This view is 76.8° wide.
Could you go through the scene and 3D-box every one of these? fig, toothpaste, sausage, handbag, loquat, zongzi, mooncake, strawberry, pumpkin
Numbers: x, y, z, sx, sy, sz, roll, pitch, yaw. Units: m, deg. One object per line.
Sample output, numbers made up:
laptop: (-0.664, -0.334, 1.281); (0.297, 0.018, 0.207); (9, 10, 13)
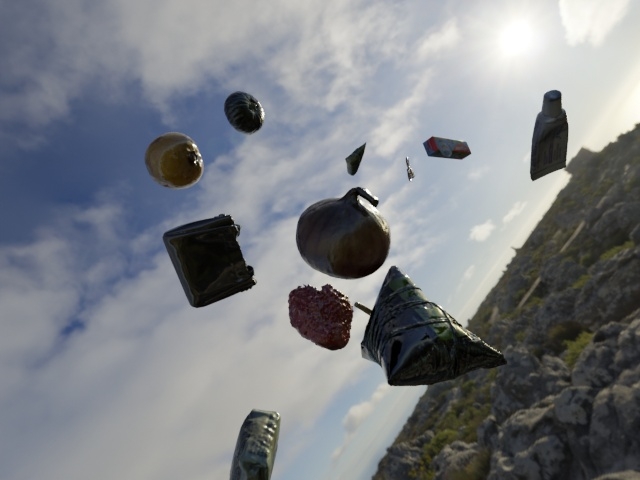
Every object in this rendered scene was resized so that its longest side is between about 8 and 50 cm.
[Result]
fig: (0.059, -0.014, 0.984); (0.235, 0.235, 0.214); (-22, -78, -54)
toothpaste: (0.404, -0.279, 1.266); (0.194, 0.070, 0.044); (-6, -18, -41)
sausage: (0.177, 0.260, 1.470); (0.024, 0.132, 0.024); (-45, 24, 27)
handbag: (-0.367, 0.066, 1.368); (0.257, 0.285, 0.113); (-17, 12, 2)
toothpaste: (0.646, -0.290, 1.138); (0.282, 0.099, 0.068); (62, -142, -43)
loquat: (-0.533, -0.290, 1.477); (0.208, 0.208, 0.208); (-44, -24, -25)
zongzi: (0.211, 0.266, 1.040); (0.362, 0.384, 0.318); (0, -75, -40)
mooncake: (-0.217, 0.711, 1.307); (0.254, 0.136, 0.250); (-75, -2, -69)
strawberry: (0.000, 0.296, 1.555); (0.261, 0.261, 0.257); (62, -151, -66)
zongzi: (0.147, -0.322, 1.599); (0.113, 0.052, 0.104); (-50, -18, -15)
pumpkin: (-0.346, -0.587, 1.854); (0.140, 0.201, 0.202); (-17, 3, 36)

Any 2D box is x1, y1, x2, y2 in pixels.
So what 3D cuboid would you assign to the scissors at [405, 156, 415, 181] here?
scissors: (0.323, -0.243, 1.448); (0.176, 0.022, 0.085); (6, -105, -71)
